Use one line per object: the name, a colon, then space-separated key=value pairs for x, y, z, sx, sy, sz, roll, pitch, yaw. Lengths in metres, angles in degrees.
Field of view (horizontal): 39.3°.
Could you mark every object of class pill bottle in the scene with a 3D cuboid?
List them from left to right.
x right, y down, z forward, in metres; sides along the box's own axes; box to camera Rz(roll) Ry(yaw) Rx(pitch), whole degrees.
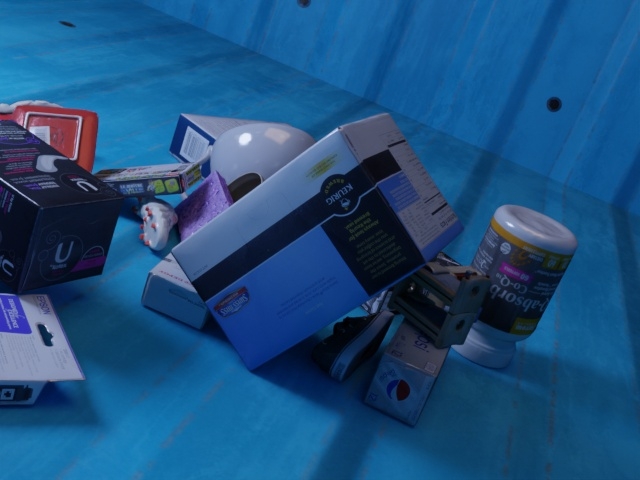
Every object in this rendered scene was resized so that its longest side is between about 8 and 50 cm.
pill bottle: x=0.346 y=0.087 z=1.660 sx=0.162 sy=0.278 sz=0.162 roll=18 pitch=21 yaw=-7

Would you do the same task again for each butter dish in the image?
butter dish: x=-0.505 y=-0.163 z=1.695 sx=0.160 sy=0.118 sz=0.160 roll=4 pitch=60 yaw=-11

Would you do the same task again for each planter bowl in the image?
planter bowl: x=-0.133 y=-0.034 z=1.700 sx=0.109 sy=0.162 sz=0.162 roll=41 pitch=11 yaw=-29

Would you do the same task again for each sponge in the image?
sponge: x=-0.215 y=-0.047 z=1.678 sx=0.031 sy=0.117 sz=0.210 roll=44 pitch=9 yaw=-30

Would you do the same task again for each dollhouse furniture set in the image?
dollhouse furniture set: x=0.235 y=0.083 z=1.495 sx=0.184 sy=0.129 sz=0.129 roll=-1 pitch=29 yaw=-43

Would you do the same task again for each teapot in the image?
teapot: x=-0.118 y=-0.116 z=1.850 sx=0.256 sy=0.187 sz=0.252 roll=-10 pitch=-22 yaw=30

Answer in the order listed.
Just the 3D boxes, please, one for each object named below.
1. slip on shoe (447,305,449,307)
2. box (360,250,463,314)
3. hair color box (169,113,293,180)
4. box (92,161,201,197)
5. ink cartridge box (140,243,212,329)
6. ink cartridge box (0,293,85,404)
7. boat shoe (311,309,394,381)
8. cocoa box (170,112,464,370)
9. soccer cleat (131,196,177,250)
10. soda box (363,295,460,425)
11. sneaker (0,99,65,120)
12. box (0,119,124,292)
slip on shoe: x=0.318 y=0.147 z=1.817 sx=0.135 sy=0.041 sz=0.051 roll=15 pitch=22 yaw=-16
box: x=0.136 y=0.050 z=1.832 sx=0.242 sy=0.076 sz=0.307 roll=36 pitch=25 yaw=34
hair color box: x=-0.166 y=-0.212 z=2.139 sx=0.347 sy=0.105 sz=0.174 roll=-3 pitch=32 yaw=-46
box: x=-0.342 y=-0.112 z=1.698 sx=0.207 sy=0.036 sz=0.114 roll=-3 pitch=17 yaw=14
ink cartridge box: x=-0.212 y=0.072 z=1.461 sx=0.109 sy=0.063 sz=0.150 roll=23 pitch=21 yaw=4
ink cartridge box: x=-0.427 y=0.131 z=1.136 sx=0.208 sy=0.045 sz=0.206 roll=6 pitch=26 yaw=-33
boat shoe: x=0.052 y=0.162 z=1.491 sx=0.076 sy=0.080 sz=0.228 roll=29 pitch=30 yaw=16
cocoa box: x=0.000 y=0.000 z=1.373 sx=0.228 sy=0.347 sz=0.231 roll=57 pitch=26 yaw=1
soccer cleat: x=-0.295 y=-0.037 z=1.650 sx=0.076 sy=0.068 sz=0.196 roll=15 pitch=19 yaw=-26
soda box: x=0.160 y=0.190 z=1.483 sx=0.091 sy=0.098 sz=0.286 roll=24 pitch=20 yaw=10
sneaker: x=-0.594 y=-0.202 z=1.758 sx=0.279 sy=0.107 sz=0.118 roll=-8 pitch=54 yaw=-47
box: x=-0.451 y=-0.058 z=1.324 sx=0.270 sy=0.143 sz=0.165 roll=32 pitch=24 yaw=25
